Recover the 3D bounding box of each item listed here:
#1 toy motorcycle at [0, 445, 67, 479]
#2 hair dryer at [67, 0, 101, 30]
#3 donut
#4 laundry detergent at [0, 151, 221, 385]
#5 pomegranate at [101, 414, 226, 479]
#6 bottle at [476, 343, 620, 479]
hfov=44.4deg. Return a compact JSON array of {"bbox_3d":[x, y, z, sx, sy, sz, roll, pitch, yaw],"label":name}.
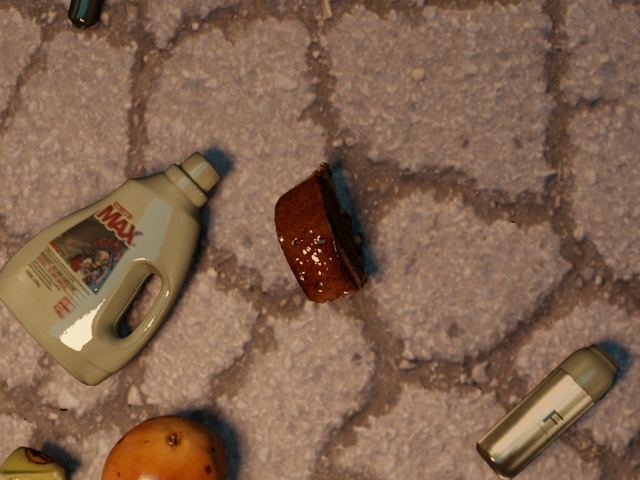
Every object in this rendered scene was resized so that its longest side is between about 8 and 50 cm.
[{"bbox_3d":[-0.544,0.477,1.240,0.410,0.169,0.236,-20,79,3],"label":"toy motorcycle"},{"bbox_3d":[-0.345,-0.510,1.405,0.245,0.116,0.302,19,96,8],"label":"hair dryer"},{"bbox_3d":[-0.006,-0.007,1.278,0.126,0.144,0.186,-27,106,22],"label":"donut"},{"bbox_3d":[-0.317,0.022,1.309,0.398,0.124,0.264,-44,79,-4],"label":"laundry detergent"},{"bbox_3d":[-0.243,0.367,1.221,0.191,0.191,0.191,-1,82,5],"label":"pomegranate"},{"bbox_3d":[0.361,0.271,1.230,0.254,0.079,0.096,-43,118,-1],"label":"bottle"}]
